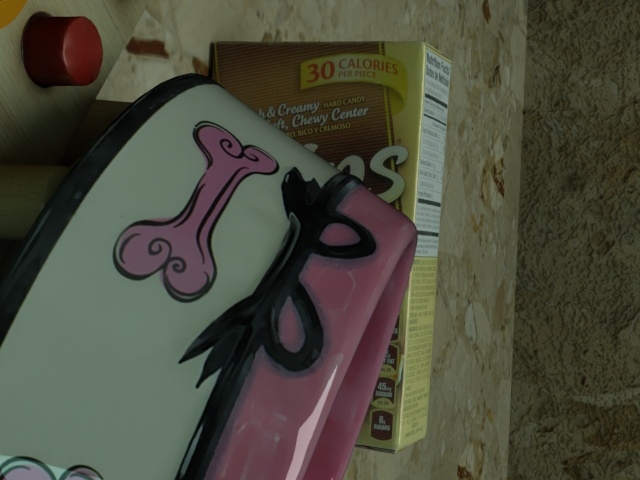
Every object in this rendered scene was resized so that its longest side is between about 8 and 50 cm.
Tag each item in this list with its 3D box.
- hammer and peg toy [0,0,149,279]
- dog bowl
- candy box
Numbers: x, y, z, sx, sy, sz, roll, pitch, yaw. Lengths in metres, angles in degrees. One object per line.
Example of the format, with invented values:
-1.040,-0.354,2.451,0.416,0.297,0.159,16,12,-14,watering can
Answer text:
-0.159,-0.106,0.581,0.361,0.127,0.266,69,32,-46,hammer and peg toy
-0.069,0.123,0.645,0.408,0.150,0.408,21,90,-82,dog bowl
0.000,0.000,0.929,0.087,0.183,0.316,2,92,-69,candy box
